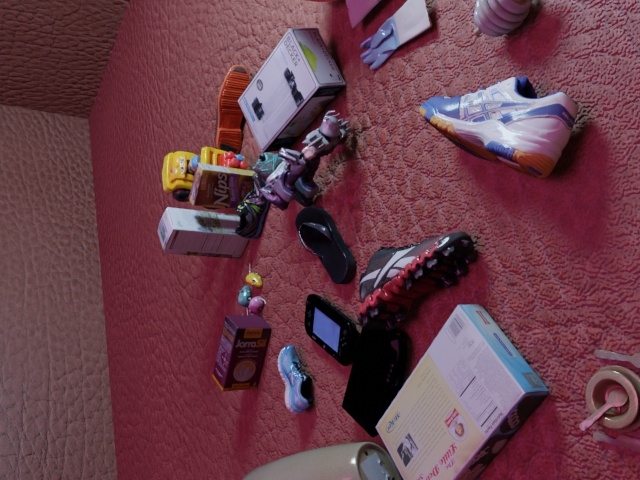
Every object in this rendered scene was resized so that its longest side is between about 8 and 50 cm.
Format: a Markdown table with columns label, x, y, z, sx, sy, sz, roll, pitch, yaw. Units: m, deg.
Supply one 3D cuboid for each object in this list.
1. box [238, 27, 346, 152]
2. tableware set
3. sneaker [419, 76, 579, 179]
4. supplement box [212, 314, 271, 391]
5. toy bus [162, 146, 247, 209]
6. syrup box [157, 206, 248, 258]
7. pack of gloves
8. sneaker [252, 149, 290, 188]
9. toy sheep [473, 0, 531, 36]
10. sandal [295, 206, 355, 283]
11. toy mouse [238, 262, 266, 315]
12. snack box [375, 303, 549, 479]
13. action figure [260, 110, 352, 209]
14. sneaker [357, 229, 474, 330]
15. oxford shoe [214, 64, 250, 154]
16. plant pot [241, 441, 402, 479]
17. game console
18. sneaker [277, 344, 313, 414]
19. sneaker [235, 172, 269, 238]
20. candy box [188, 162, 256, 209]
| label | x | y | z | sx | sy | sz | roll | pitch | yaw |
| --- | --- | --- | --- | --- | --- | --- | --- | --- | --- |
| box | -0.078 | -0.361 | 1.549 | 0.290 | 0.087 | 0.169 | -37 | 73 | 49 |
| tableware set | 0.411 | 0.208 | 0.785 | 0.194 | 0.039 | 0.128 | -3 | 83 | 57 |
| sneaker | 0.282 | -0.198 | 1.011 | 0.131 | 0.112 | 0.296 | -60 | 38 | 6 |
| supplement box | -0.211 | 0.299 | 1.692 | 0.081 | 0.104 | 0.188 | 34 | 115 | 53 |
| toy bus | -0.317 | -0.200 | 1.831 | 0.211 | 0.220 | 0.149 | -27 | 58 | 46 |
| syrup box | -0.329 | -0.019 | 1.797 | 0.096 | 0.237 | 0.093 | -61 | 40 | 32 |
| pack of gloves | 0.148 | -0.477 | 1.311 | 0.232 | 0.046 | 0.195 | -22 | 79 | 58 |
| sneaker | -0.118 | -0.198 | 1.586 | 0.065 | 0.076 | 0.166 | -50 | 8 | 30 |
| toy sheep | 0.290 | -0.374 | 1.019 | 0.132 | 0.091 | 0.091 | 129 | 136 | -61 |
| sandal | 0.001 | 0.000 | 1.445 | 0.254 | 0.055 | 0.097 | 51 | 127 | 48 |
| toy mouse | -0.196 | 0.162 | 1.755 | 0.161 | 0.031 | 0.143 | 44 | 122 | 51 |
| snack box | 0.219 | 0.286 | 1.057 | 0.321 | 0.060 | 0.187 | -64 | 38 | 30 |
| action figure | -0.029 | -0.184 | 1.422 | 0.099 | 0.185 | 0.285 | 50 | 137 | 16 |
| sneaker | 0.159 | 0.048 | 1.149 | 0.276 | 0.098 | 0.135 | -44 | 40 | 37 |
| oxford shoe | -0.276 | -0.392 | 1.902 | 0.098 | 0.097 | 0.271 | 40 | 119 | 59 |
| plant pot | 0.015 | 0.502 | 1.210 | 0.274 | 0.257 | 0.256 | -40 | 51 | 29 |
| game console | 0.055 | 0.233 | 1.340 | 0.361 | 0.044 | 0.213 | 32 | 112 | 55 |
| sneaker | -0.049 | 0.321 | 1.494 | 0.073 | 0.063 | 0.162 | -30 | 64 | 32 |
| sneaker | -0.189 | -0.093 | 1.735 | 0.067 | 0.078 | 0.188 | 36 | 115 | 53 |
| candy box | -0.260 | -0.144 | 1.751 | 0.053 | 0.187 | 0.109 | 45 | 123 | 51 |
